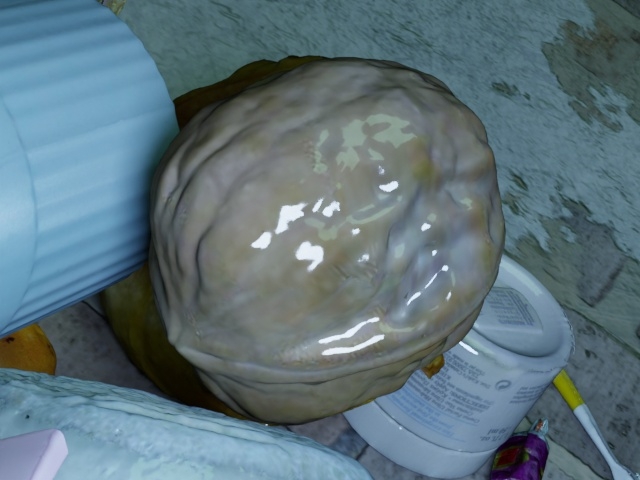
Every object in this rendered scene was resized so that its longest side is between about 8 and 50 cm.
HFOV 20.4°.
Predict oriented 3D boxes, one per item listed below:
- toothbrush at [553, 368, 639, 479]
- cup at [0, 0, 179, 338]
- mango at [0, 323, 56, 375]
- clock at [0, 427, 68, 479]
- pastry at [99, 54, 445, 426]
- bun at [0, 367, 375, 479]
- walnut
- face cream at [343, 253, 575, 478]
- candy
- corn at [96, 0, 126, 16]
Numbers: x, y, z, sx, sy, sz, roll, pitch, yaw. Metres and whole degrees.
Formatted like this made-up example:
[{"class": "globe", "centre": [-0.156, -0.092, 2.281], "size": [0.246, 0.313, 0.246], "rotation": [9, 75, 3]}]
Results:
[{"class": "toothbrush", "centre": [0.250, 0.151, 1.780], "size": [0.024, 0.021, 0.288], "rotation": [13, 38, -47]}, {"class": "cup", "centre": [-0.297, -0.021, 1.264], "size": [0.257, 0.331, 0.311], "rotation": [50, 36, 11]}, {"class": "mango", "centre": [-0.254, 0.100, 1.375], "size": [0.114, 0.060, 0.080], "rotation": [-5, 65, -47]}, {"class": "clock", "centre": [-0.210, 0.281, 1.004], "size": [0.275, 0.290, 0.080], "rotation": [59, 16, -15]}, {"class": "pastry", "centre": [-0.026, -0.003, 1.507], "size": [0.164, 0.356, 0.356], "rotation": [54, 8, -52]}, {"class": "bun", "centre": [-0.127, 0.198, 1.178], "size": [0.354, 0.194, 0.354], "rotation": [15, -6, 2]}, {"class": "walnut", "centre": [0.000, -0.001, 1.248], "size": [0.273, 0.273, 0.227], "rotation": [-20, 72, -51]}, {"class": "face cream", "centre": [0.118, 0.102, 1.608], "size": [0.177, 0.153, 0.177], "rotation": [24, 35, -18]}, {"class": "candy", "centre": [0.179, 0.211, 1.624], "size": [0.043, 0.045, 0.175], "rotation": [62, 26, -19]}, {"class": "corn", "centre": [-0.305, -0.327, 1.819], "size": [0.305, 0.122, 0.123], "rotation": [48, 36, 17]}]
